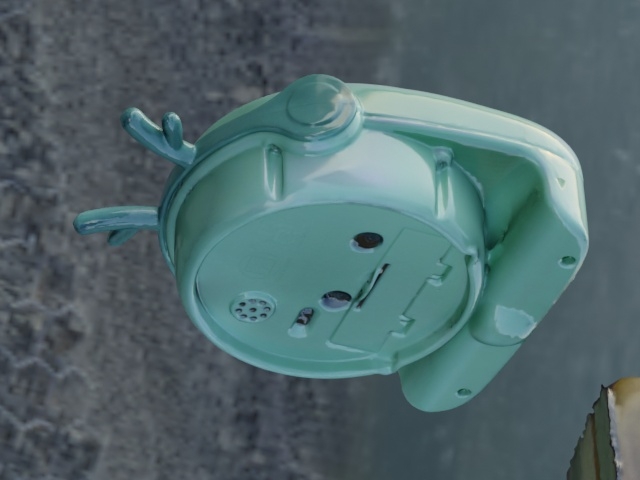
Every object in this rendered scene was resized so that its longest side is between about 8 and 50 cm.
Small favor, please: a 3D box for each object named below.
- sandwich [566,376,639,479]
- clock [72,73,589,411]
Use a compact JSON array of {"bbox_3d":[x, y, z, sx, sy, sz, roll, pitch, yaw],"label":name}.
[{"bbox_3d":[0.270,0.220,1.137,0.155,0.198,0.227,98,-5,-57],"label":"sandwich"},{"bbox_3d":[0.000,0.000,0.790,0.211,0.159,0.066,12,48,-15],"label":"clock"}]
